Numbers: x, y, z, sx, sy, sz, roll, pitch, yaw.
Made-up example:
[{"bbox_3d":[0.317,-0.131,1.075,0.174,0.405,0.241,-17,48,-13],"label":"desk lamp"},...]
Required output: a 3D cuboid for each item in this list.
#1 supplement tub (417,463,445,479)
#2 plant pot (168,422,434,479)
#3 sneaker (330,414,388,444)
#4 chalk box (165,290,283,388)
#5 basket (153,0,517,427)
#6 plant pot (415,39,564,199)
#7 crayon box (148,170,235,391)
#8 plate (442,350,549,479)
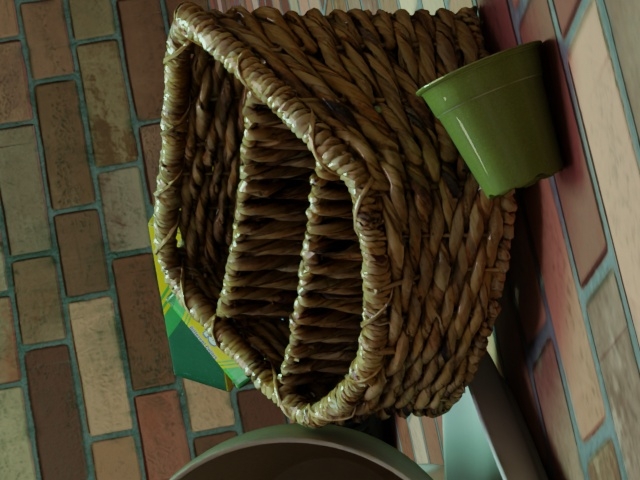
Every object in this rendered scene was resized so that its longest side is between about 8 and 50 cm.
[{"bbox_3d":[0.040,0.381,1.756,0.235,0.235,0.325,157,103,-84],"label":"supplement tub"},{"bbox_3d":[-0.004,0.263,1.536,0.191,0.284,0.284,-56,-41,-75],"label":"plant pot"},{"bbox_3d":[0.040,0.226,2.203,0.296,0.104,0.147,80,177,-73],"label":"sneaker"},{"bbox_3d":[-0.034,0.034,2.078,0.132,0.213,0.132,51,-157,-4],"label":"chalk box"},{"bbox_3d":[0.000,0.000,1.374,0.299,0.223,0.213,103,163,-50],"label":"basket"},{"bbox_3d":[0.111,-0.070,1.180,0.083,0.083,0.079,141,107,-83],"label":"plant pot"},{"bbox_3d":[-0.114,-0.003,2.306,0.323,0.083,0.203,86,-154,-46],"label":"crayon box"},{"bbox_3d":[0.144,0.235,1.464,0.277,0.045,0.278,-106,9,-54],"label":"plate"}]
